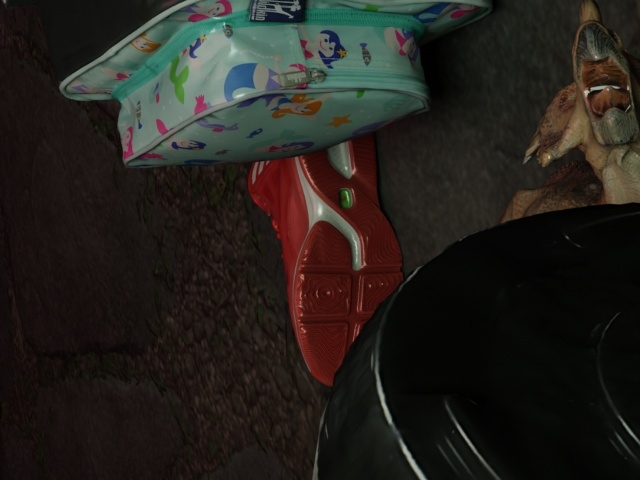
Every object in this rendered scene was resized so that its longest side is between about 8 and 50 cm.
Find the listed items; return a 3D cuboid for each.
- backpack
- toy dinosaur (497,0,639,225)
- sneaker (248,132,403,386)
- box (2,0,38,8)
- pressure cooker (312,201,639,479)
[{"bbox_3d":[-0.023,-0.149,0.906,0.225,0.253,0.191,-18,87,59],"label":"backpack"},{"bbox_3d":[0.140,-0.001,0.789,0.295,0.127,0.200,145,112,-65],"label":"toy dinosaur"},{"bbox_3d":[0.000,0.000,1.119,0.128,0.087,0.221,165,106,-71],"label":"sneaker"},{"bbox_3d":[-0.093,-0.305,0.996,0.077,0.242,0.307,62,147,31],"label":"box"},{"bbox_3d":[0.150,0.236,0.566,0.370,0.375,0.421,36,128,46],"label":"pressure cooker"}]
